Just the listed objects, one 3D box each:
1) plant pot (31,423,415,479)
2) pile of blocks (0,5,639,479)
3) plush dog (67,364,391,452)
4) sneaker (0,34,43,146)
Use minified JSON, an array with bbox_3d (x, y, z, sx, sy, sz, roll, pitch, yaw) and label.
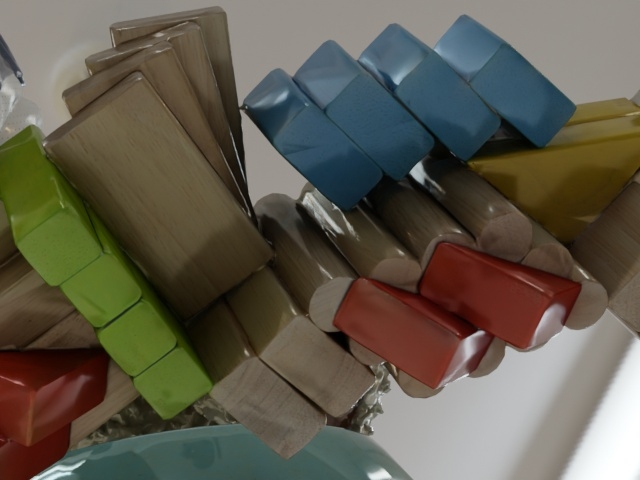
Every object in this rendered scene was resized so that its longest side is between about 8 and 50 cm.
[{"bbox_3d":[-0.046,0.213,0.673,0.293,0.235,0.293,-8,-21,-3],"label":"plant pot"},{"bbox_3d":[0.000,0.000,0.539,0.362,0.112,0.149,-15,-64,-12],"label":"pile of blocks"},{"bbox_3d":[-0.105,0.076,0.921,0.262,0.211,0.225,2,-48,-8],"label":"plush dog"},{"bbox_3d":[-0.278,-0.129,1.009,0.130,0.323,0.236,-32,-57,-9],"label":"sneaker"}]
